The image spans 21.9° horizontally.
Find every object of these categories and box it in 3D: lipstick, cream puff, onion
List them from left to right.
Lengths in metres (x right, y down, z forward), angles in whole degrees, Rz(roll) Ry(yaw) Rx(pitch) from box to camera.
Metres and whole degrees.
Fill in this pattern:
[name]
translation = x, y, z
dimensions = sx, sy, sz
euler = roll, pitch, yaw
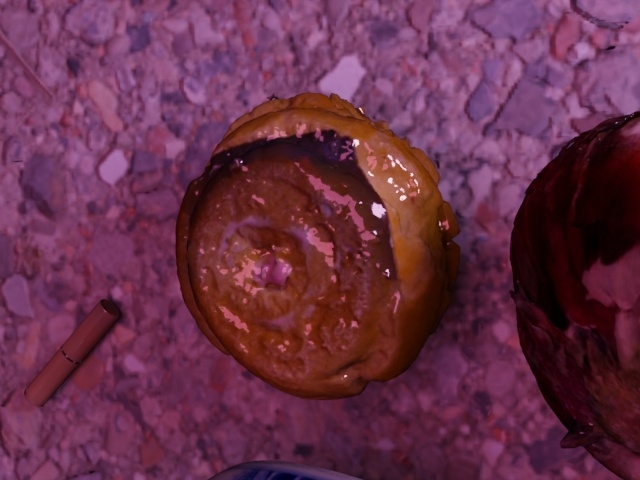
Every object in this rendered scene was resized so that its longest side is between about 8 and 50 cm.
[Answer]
[lipstick]
translation = -0.174, 0.079, 1.156
dimensions = 0.019, 0.019, 0.094
euler = 48, 111, 16
[cream puff]
translation = 0.000, 0.000, 1.009
dimensions = 0.189, 0.129, 0.189
euler = 6, 105, 25
[onion]
translation = 0.224, 0.027, 0.868
dimensions = 0.252, 0.252, 0.219
euler = 26, 59, 17

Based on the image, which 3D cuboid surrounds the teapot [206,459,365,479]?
[teapot]
translation = -0.028, 0.279, 0.948
dimensions = 0.424, 0.252, 0.280
euler = 17, 69, 7
